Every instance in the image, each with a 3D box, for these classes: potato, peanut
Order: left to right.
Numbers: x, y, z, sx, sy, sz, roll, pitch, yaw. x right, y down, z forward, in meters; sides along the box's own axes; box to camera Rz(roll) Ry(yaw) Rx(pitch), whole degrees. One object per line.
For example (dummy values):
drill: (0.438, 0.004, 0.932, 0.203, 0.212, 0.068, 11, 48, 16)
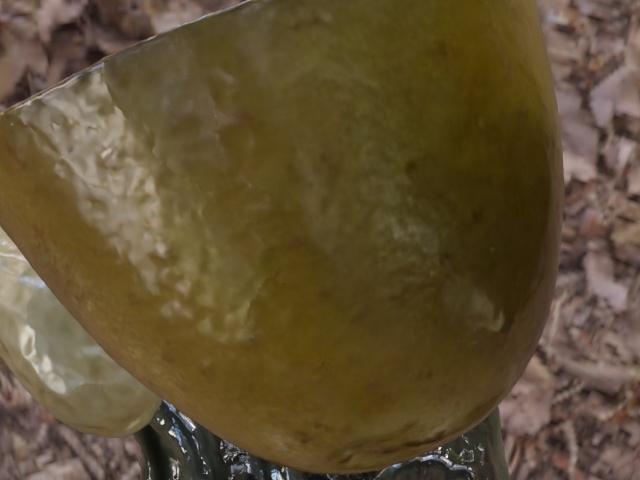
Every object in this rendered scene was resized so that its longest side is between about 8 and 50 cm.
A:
peanut: (-0.149, 0.035, 0.839, 0.187, 0.082, 0.082, 27, 61, 24)
potato: (0.000, 0.000, 0.554, 0.203, 0.178, 0.158, -17, 85, -37)

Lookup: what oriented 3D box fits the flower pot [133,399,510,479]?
flower pot: (-0.009, 0.151, 1.008, 0.213, 0.302, 0.302, -11, 61, -11)
